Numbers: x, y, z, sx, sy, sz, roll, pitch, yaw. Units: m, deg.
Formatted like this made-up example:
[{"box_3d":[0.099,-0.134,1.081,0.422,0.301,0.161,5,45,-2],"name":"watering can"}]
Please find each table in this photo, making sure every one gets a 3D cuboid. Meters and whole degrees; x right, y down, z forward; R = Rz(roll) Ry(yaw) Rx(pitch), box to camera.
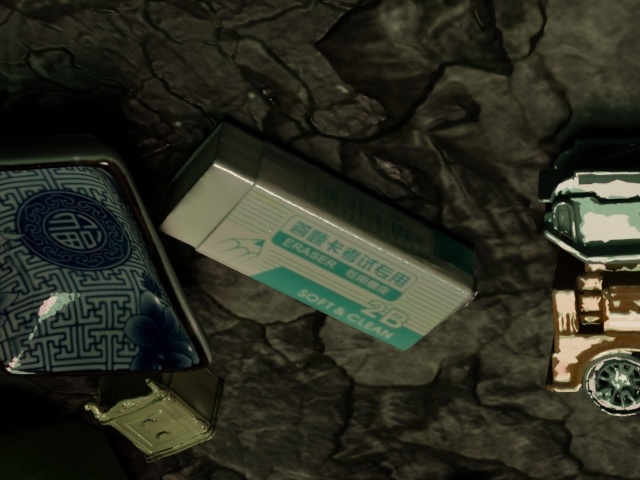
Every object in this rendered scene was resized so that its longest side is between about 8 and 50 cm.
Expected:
[{"box_3d":[-0.138,0.129,1.443,0.079,0.062,0.083,-24,127,30],"name":"table"}]

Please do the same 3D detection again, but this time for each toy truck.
[{"box_3d":[0.324,0.014,1.197,0.338,0.133,0.184,-1,120,14],"name":"toy truck"}]

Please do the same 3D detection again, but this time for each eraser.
[{"box_3d":[0.000,0.000,1.290,0.225,0.052,0.095,27,137,-19],"name":"eraser"}]

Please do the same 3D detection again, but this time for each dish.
[{"box_3d":[-0.191,0.000,1.302,0.182,0.080,0.243,-3,139,17],"name":"dish"}]

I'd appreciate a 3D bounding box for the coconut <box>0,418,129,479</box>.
[{"box_3d":[-0.272,0.305,1.499,0.281,0.328,0.328,17,144,33],"name":"coconut"}]
